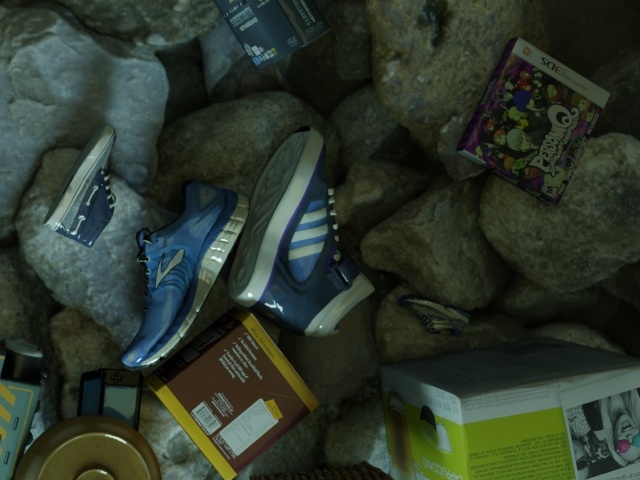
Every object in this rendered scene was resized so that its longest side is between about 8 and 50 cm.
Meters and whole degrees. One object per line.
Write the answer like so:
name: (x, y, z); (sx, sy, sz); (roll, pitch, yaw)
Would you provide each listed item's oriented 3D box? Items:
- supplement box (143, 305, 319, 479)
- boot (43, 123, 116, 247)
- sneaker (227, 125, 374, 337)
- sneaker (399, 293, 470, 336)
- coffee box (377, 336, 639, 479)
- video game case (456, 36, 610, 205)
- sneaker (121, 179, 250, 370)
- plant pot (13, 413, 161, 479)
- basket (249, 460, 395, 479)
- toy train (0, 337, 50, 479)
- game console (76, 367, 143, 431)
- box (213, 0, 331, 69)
supplement box: (-0.145, 0.243, 1.835); (0.194, 0.129, 0.191); (-39, 102, -12)
boot: (-0.355, -0.086, 1.798); (0.086, 0.069, 0.190); (30, 91, -23)
sneaker: (0.000, 0.000, 1.886); (0.236, 0.130, 0.323); (26, 78, -28)
sneaker: (0.196, 0.134, 1.978); (0.135, 0.052, 0.058); (19, 91, -16)
coffee box: (0.324, 0.364, 1.875); (0.338, 0.337, 0.334); (-8, 95, -17)
video game case: (0.381, -0.211, 2.026); (0.210, 0.042, 0.232); (29, 84, -15)
sneaker: (-0.242, 0.053, 1.816); (0.147, 0.130, 0.330); (26, 78, -5)
plant pot: (-0.351, 0.386, 1.740); (0.236, 0.032, 0.236); (3, 83, -27)
basket: (0.025, 0.491, 1.807); (0.223, 0.299, 0.213); (-3, 92, -18)
toy train: (-0.530, 0.296, 1.723); (0.190, 0.142, 0.334); (16, 84, -30)
game console: (-0.336, 0.269, 1.807); (0.107, 0.071, 0.122); (6, 91, -17)
box: (-0.092, -0.373, 1.775); (0.059, 0.232, 0.183); (-35, 102, -19)
